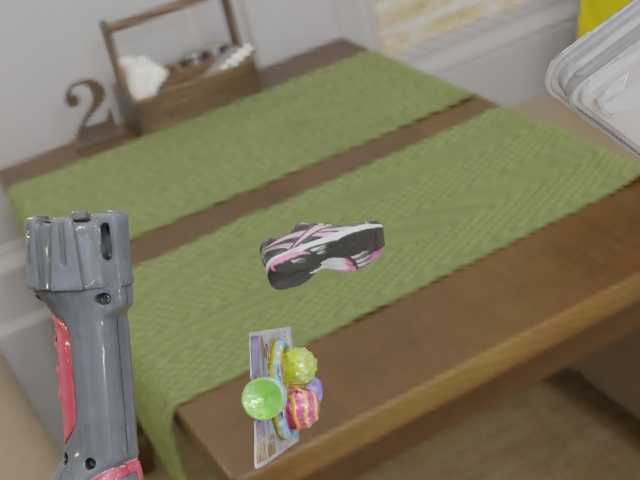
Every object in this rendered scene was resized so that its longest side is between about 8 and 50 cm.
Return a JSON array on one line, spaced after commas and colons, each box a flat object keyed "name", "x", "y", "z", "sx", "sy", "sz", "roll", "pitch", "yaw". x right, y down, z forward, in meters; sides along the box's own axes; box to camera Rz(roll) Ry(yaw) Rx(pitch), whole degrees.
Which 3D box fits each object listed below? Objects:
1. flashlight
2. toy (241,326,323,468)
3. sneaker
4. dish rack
[{"name": "flashlight", "x": -0.198, "y": 0.129, "z": 0.961, "sx": 0.103, "sy": 0.304, "sz": 0.103, "roll": -6, "pitch": 5, "yaw": -15}, {"name": "toy", "x": -0.030, "y": 0.164, "z": 1.272, "sx": 0.056, "sy": 0.136, "sz": 0.237, "roll": -4, "pitch": -3, "yaw": 12}, {"name": "sneaker", "x": 0.000, "y": 0.000, "z": 1.555, "sx": 0.178, "sy": 0.072, "sz": 0.077, "roll": -13, "pitch": 44, "yaw": -22}, {"name": "dish rack", "x": 0.474, "y": -0.218, "z": 1.426, "sx": 0.333, "sy": 0.285, "sz": 0.072, "roll": -38, "pitch": 47, "yaw": 27}]
